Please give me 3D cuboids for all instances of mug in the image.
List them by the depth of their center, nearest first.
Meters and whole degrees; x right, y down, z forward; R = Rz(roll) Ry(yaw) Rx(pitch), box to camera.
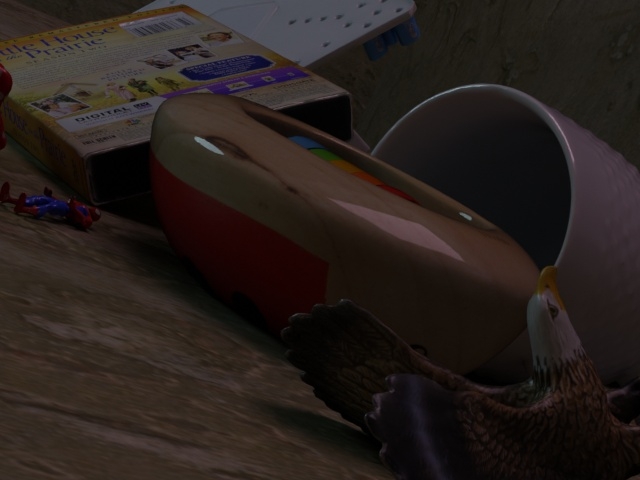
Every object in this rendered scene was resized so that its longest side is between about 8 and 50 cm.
[{"bbox_3d":[0.244,0.058,1.741,0.328,0.276,0.374,24,36,-47],"label":"mug"}]

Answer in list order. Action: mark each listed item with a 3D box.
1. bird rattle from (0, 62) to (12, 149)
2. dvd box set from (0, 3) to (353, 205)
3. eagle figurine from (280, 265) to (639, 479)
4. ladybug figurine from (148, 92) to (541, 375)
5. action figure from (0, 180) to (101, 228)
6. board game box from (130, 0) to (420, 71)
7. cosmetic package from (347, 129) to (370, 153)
[{"bbox_3d":[-0.371,-0.197,1.638,0.143,0.207,0.253,4,4,-18],"label":"bird rattle"},{"bbox_3d":[-0.197,-0.163,1.902,0.307,0.062,0.420,-16,27,-26],"label":"dvd box set"},{"bbox_3d":[0.139,0.129,1.177,0.298,0.225,0.226,-8,-26,-18],"label":"eagle figurine"},{"bbox_3d":[0.000,0.000,1.543,0.305,0.162,0.449,15,13,-45],"label":"ladybug figurine"},{"bbox_3d":[-0.234,-0.031,1.520,0.038,0.030,0.115,24,3,33],"label":"action figure"},{"bbox_3d":[-0.107,-0.249,2.160,0.050,0.390,0.390,64,-5,-32],"label":"board game box"},{"bbox_3d":[-0.067,-0.142,2.227,0.183,0.151,0.151,48,-8,-35],"label":"cosmetic package"}]
